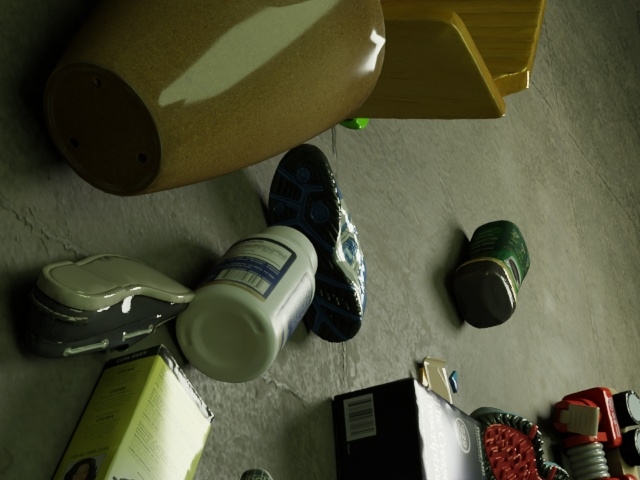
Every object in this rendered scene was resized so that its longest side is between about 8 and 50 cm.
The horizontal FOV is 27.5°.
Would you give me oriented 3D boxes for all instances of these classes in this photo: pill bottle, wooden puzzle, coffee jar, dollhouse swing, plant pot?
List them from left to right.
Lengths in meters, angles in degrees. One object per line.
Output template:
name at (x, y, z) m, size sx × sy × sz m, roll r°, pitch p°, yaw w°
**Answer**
plant pot at (-0.110, -0.147, 1.105) m, size 0.254 × 0.237 × 0.237 m, roll -43°, pitch 114°, yaw -46°
pill bottle at (-0.059, 0.051, 1.192) m, size 0.094 × 0.094 × 0.169 m, roll 65°, pitch 25°, yaw -16°
dollhouse swing at (0.069, -0.344, 1.390) m, size 0.347 × 0.315 × 0.305 m, roll -67°, pitch 154°, yaw -54°
wooden puzzle at (0.145, 0.183, 1.636) m, size 0.116 × 0.014 × 0.079 m, roll 30°, pitch 53°, yaw -56°
coffee jar at (0.242, 0.048, 1.849) m, size 0.096 × 0.079 × 0.184 m, roll 68°, pitch 24°, yaw -16°

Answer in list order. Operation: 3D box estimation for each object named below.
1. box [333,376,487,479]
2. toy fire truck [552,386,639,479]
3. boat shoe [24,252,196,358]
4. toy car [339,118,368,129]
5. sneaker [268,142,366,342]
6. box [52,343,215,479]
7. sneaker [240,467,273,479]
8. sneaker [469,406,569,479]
box at (0.106, 0.299, 1.372) m, size 0.184 × 0.103 × 0.261 m, roll 41°, pitch 39°, yaw -54°
toy fire truck at (0.416, 0.326, 1.976) m, size 0.246 × 0.158 × 0.217 m, roll 12°, pitch 63°, yaw -50°
boat shoe at (-0.167, 0.054, 1.031) m, size 0.065 × 0.075 × 0.206 m, roll -64°, pitch 162°, yaw 9°
toy car at (-0.010, -0.226, 1.531) m, size 0.225 × 0.053 × 0.239 m, roll 64°, pitch 26°, yaw -19°
sneaker at (0.000, 0.000, 1.388) m, size 0.081 × 0.080 × 0.211 m, roll -39°, pitch 119°, yaw -71°
box at (-0.148, 0.186, 0.960) m, size 0.087 × 0.058 × 0.232 m, roll 58°, pitch 27°, yaw -29°
sneaker at (0.000, 0.289, 1.180) m, size 0.235 × 0.090 × 0.095 m, roll 49°, pitch 24°, yaw -44°
sneaker at (0.207, 0.271, 1.602) m, size 0.104 × 0.125 × 0.262 m, roll -56°, pitch 143°, yaw -15°
